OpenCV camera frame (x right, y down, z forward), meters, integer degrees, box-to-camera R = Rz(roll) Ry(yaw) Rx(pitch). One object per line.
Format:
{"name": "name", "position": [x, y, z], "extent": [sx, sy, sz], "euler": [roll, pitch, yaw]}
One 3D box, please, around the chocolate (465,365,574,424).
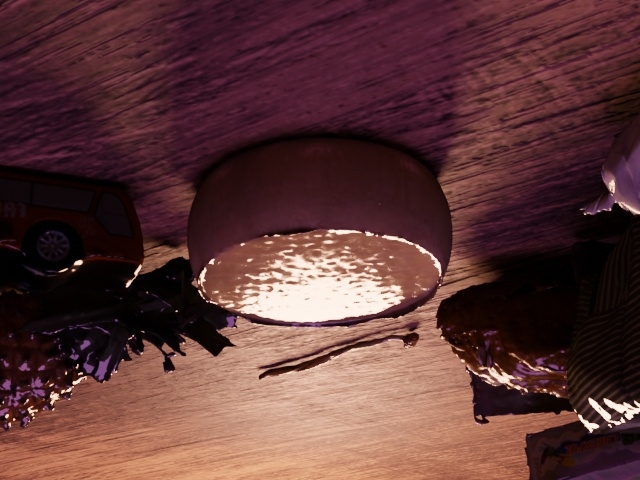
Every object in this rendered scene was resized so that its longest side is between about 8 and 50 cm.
{"name": "chocolate", "position": [0.346, 0.165, 1.336], "extent": [0.321, 0.111, 0.112], "euler": [-5, -169, 0]}

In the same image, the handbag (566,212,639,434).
{"name": "handbag", "position": [0.413, 0.067, 0.970], "extent": [0.341, 0.240, 0.247], "euler": [-2, 158, -4]}

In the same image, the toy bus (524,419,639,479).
{"name": "toy bus", "position": [0.404, 0.244, 1.207], "extent": [0.138, 0.112, 0.317], "euler": [17, 147, -37]}

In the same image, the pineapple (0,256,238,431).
{"name": "pineapple", "position": [-0.254, 0.093, 1.095], "extent": [0.365, 0.165, 0.165], "euler": [-21, 152, 19]}

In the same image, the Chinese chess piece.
{"name": "Chinese chess piece", "position": [0.000, 0.000, 0.938], "extent": [0.250, 0.103, 0.249], "euler": [-2, 156, -1]}

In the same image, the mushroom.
{"name": "mushroom", "position": [0.018, 0.166, 1.426], "extent": [0.286, 0.028, 0.026], "euler": [-17, -165, 31]}

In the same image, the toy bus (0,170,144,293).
{"name": "toy bus", "position": [-0.360, -0.018, 0.862], "extent": [0.409, 0.092, 0.093], "euler": [8, 156, -24]}

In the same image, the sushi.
{"name": "sushi", "position": [0.285, 0.110, 1.162], "extent": [0.297, 0.166, 0.179], "euler": [-10, 151, -11]}

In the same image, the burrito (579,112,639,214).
{"name": "burrito", "position": [0.345, -0.123, 0.701], "extent": [0.139, 0.101, 0.445], "euler": [-3, 157, -29]}
